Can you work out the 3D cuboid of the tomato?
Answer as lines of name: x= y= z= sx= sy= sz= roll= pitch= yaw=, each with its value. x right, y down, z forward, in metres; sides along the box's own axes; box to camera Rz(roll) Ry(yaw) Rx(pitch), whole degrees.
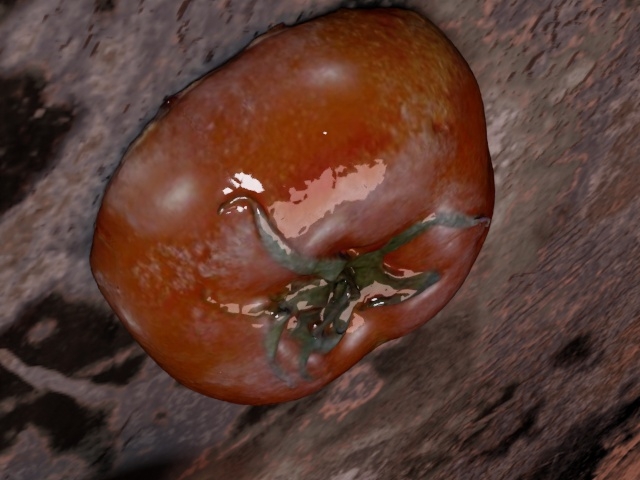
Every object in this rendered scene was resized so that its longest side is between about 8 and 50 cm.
tomato: x=0.000 y=0.000 z=0.811 sx=0.237 sy=0.095 sz=0.236 roll=-28 pitch=149 yaw=-19
